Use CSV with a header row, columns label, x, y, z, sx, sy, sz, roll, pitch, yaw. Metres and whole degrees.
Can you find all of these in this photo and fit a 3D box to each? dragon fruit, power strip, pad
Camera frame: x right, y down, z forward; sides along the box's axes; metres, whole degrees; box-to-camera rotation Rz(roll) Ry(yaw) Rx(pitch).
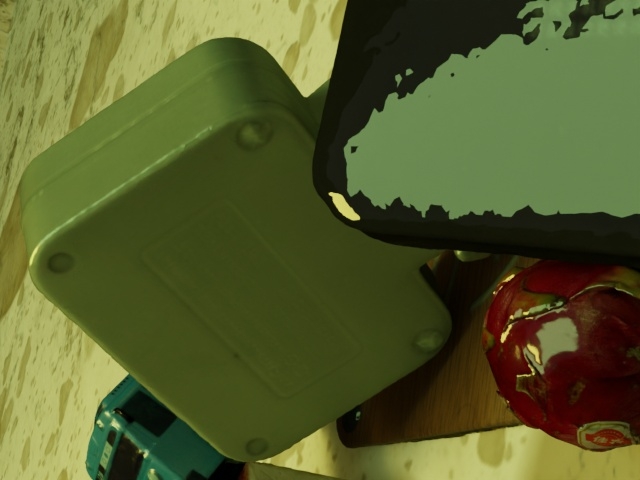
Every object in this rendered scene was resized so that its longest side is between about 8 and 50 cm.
label,x,y,z,sx,sy,sz,roll,pitch,yaw
dragon fruit,0.141,0.047,0.628,0.190,0.094,0.094,-7,69,55
power strip,0.000,0.000,0.800,0.261,0.229,0.141,-33,39,9
pad,0.091,-0.019,0.893,0.284,0.018,0.286,-24,54,63

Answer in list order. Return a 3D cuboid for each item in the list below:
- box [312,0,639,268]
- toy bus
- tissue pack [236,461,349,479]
label,x,y,z,sx,sy,sz,roll,pitch,yaw
box,0.140,-0.127,0.628,0.290,0.073,0.288,4,78,39
toy bus,-0.072,0.110,0.969,0.184,0.106,0.090,-45,-14,-42
tissue pack,-0.036,0.230,0.910,0.106,0.099,0.148,-102,34,-51
